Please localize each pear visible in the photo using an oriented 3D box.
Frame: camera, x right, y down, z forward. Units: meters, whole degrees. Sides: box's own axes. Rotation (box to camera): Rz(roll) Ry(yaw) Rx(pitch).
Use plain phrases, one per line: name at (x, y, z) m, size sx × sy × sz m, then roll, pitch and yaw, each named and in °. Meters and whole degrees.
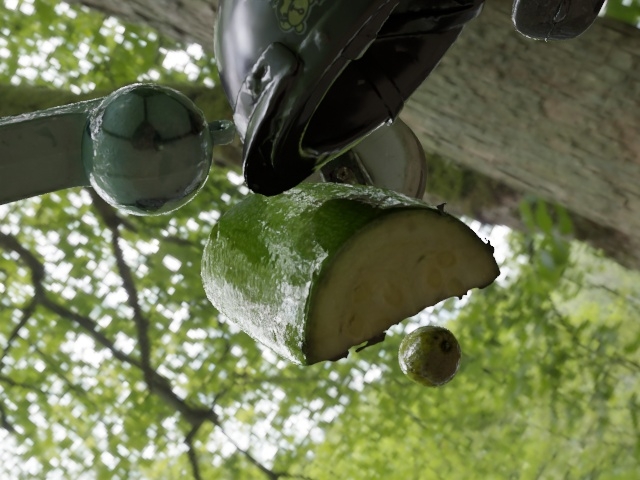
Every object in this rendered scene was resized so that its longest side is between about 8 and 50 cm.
pear at (0.187, 0.196, 1.675) m, size 0.107 × 0.107 × 0.131 m, roll -46°, pitch 1°, yaw -25°

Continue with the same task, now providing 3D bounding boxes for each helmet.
helmet at (0.005, -0.182, 0.792) m, size 0.279 × 0.160 × 0.230 m, roll -42°, pitch -11°, yaw 3°

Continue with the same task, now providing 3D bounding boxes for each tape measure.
tape measure at (0.061, -0.129, 1.740) m, size 0.258 × 0.265 × 0.130 m, roll -29°, pitch -10°, yaw 10°

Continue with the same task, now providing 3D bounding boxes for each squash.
squash at (0.000, 0.000, 0.911) m, size 0.203 × 0.288 × 0.111 m, roll -25°, pitch -72°, yaw -15°

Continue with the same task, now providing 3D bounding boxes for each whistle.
whistle at (-0.228, -0.094, 1.112) m, size 0.289 × 0.163 × 0.164 m, roll -17°, pitch -45°, yaw -24°

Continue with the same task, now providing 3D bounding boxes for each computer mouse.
computer mouse at (0.311, -0.355, 1.217) m, size 0.120 × 0.057 × 0.232 m, roll 5°, pitch -60°, yaw -15°
